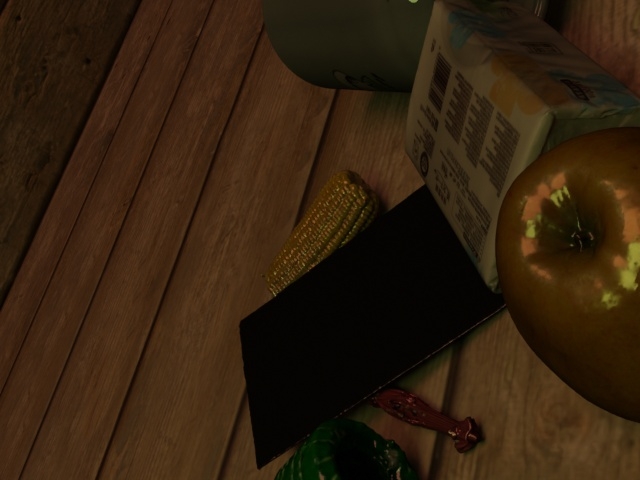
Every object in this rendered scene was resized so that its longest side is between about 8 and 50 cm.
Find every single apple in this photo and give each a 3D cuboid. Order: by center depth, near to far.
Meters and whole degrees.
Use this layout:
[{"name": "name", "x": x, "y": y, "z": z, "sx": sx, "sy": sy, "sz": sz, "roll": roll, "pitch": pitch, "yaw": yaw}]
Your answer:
[{"name": "apple", "x": 0.194, "y": 0.017, "z": 0.512, "sx": 0.182, "sy": 0.155, "sz": 0.182, "roll": -29, "pitch": 46, "yaw": 35}]

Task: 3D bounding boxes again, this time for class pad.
[{"name": "pad", "x": 0.037, "y": 0.071, "z": 0.816, "sx": 0.300, "sy": 0.005, "sz": 0.202, "roll": -38, "pitch": 37, "yaw": 19}]

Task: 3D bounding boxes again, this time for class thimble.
[{"name": "thimble", "x": 0.021, "y": 0.209, "z": 0.657, "sx": 0.090, "sy": 0.118, "sz": 0.130, "roll": -50, "pitch": 3, "yaw": 24}]

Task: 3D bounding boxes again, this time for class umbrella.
[{"name": "umbrella", "x": 0.079, "y": 0.147, "z": 0.717, "sx": 0.027, "sy": 0.025, "sz": 0.165, "roll": -40, "pitch": 24, "yaw": -22}]

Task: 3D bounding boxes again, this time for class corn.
[{"name": "corn", "x": 0.000, "y": 0.000, "z": 0.936, "sx": 0.165, "sy": 0.063, "sz": 0.085, "roll": -51, "pitch": 54, "yaw": 17}]

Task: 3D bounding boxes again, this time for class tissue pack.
[{"name": "tissue pack", "x": 0.178, "y": -0.087, "z": 0.691, "sx": 0.229, "sy": 0.145, "sz": 0.159, "roll": -110, "pitch": 25, "yaw": -54}]

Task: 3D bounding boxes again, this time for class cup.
[{"name": "cup", "x": 0.086, "y": -0.262, "z": 0.901, "sx": 0.205, "sy": 0.205, "sz": 0.312, "roll": -61, "pitch": 29, "yaw": -3}]
